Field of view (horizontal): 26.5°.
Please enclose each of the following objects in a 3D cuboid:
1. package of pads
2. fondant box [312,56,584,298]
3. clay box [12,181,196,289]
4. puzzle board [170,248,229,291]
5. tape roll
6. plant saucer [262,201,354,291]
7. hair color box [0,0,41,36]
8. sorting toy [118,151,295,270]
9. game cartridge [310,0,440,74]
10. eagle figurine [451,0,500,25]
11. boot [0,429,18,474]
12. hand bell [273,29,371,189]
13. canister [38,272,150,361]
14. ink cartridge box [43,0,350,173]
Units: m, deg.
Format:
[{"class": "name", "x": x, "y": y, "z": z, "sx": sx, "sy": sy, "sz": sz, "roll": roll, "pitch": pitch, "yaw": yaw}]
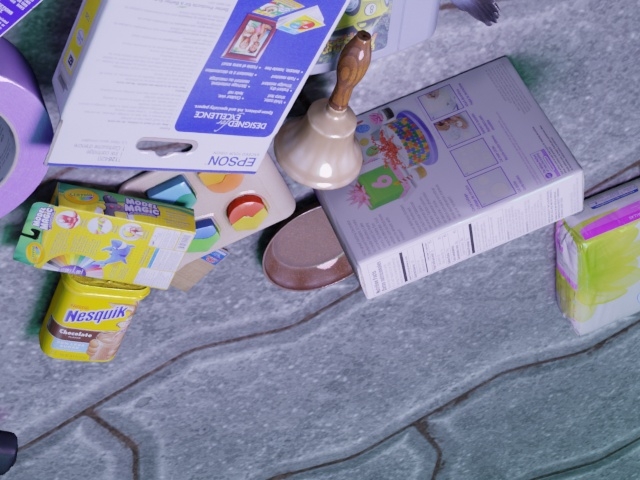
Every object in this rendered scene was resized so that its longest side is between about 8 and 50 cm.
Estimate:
[{"class": "package of pads", "x": 0.521, "y": 0.027, "z": 2.356, "sx": 0.229, "sy": 0.101, "sz": 0.296, "roll": -22, "pitch": 143, "yaw": -6}, {"class": "fondant box", "x": 0.165, "y": -0.091, "z": 1.892, "sx": 0.330, "sy": 0.238, "sz": 0.096, "roll": -22, "pitch": 144, "yaw": -5}, {"class": "clay box", "x": -0.295, "y": -0.007, "z": 1.849, "sx": 0.222, "sy": 0.053, "sz": 0.127, "roll": 12, "pitch": 134, "yaw": -21}, {"class": "puzzle board", "x": -0.208, "y": 0.025, "z": 2.004, "sx": 0.096, "sy": 0.011, "sz": 0.128, "roll": -41, "pitch": 141, "yaw": 17}, {"class": "tape roll", "x": -0.460, "y": -0.126, "z": 1.610, "sx": 0.275, "sy": 0.090, "sz": 0.274, "roll": -15, "pitch": 142, "yaw": -13}, {"class": "plant saucer", "x": 0.000, "y": 0.000, "z": 2.074, "sx": 0.199, "sy": 0.036, "sz": 0.198, "roll": -16, "pitch": 143, "yaw": -13}, {"class": "hair color box", "x": -0.355, "y": -0.303, "z": 1.377, "sx": 0.339, "sy": 0.185, "sz": 0.110, "roll": -36, "pitch": 141, "yaw": 13}, {"class": "sorting toy", "x": -0.153, "y": -0.052, "z": 1.906, "sx": 0.208, "sy": 0.038, "sz": 0.193, "roll": -28, "pitch": 137, "yaw": 2}, {"class": "game cartridge", "x": 0.019, "y": -0.301, "z": 1.713, "sx": 0.294, "sy": 0.060, "sz": 0.196, "roll": -14, "pitch": 145, "yaw": -15}, {"class": "eagle figurine", "x": 0.079, "y": -0.384, "z": 1.520, "sx": 0.298, "sy": 0.225, "sz": 0.226, "roll": 11, "pitch": 97, "yaw": -19}, {"class": "boot", "x": -0.543, "y": 0.282, "z": 2.044, "sx": 0.207, "sy": 0.094, "sz": 0.246, "roll": 18, "pitch": 132, "yaw": -38}, {"class": "hand bell", "x": 0.026, "y": -0.186, "z": 1.759, "sx": 0.126, "sy": 0.126, "sz": 0.242, "roll": -9, "pitch": 149, "yaw": -22}, {"class": "canister", "x": -0.329, "y": 0.098, "z": 1.963, "sx": 0.126, "sy": 0.073, "sz": 0.170, "roll": 6, "pitch": 135, "yaw": -25}, {"class": "ink cartridge box", "x": -0.154, "y": -0.214, "z": 1.617, "sx": 0.304, "sy": 0.072, "sz": 0.307, "roll": 1, "pitch": 137, "yaw": -36}]
